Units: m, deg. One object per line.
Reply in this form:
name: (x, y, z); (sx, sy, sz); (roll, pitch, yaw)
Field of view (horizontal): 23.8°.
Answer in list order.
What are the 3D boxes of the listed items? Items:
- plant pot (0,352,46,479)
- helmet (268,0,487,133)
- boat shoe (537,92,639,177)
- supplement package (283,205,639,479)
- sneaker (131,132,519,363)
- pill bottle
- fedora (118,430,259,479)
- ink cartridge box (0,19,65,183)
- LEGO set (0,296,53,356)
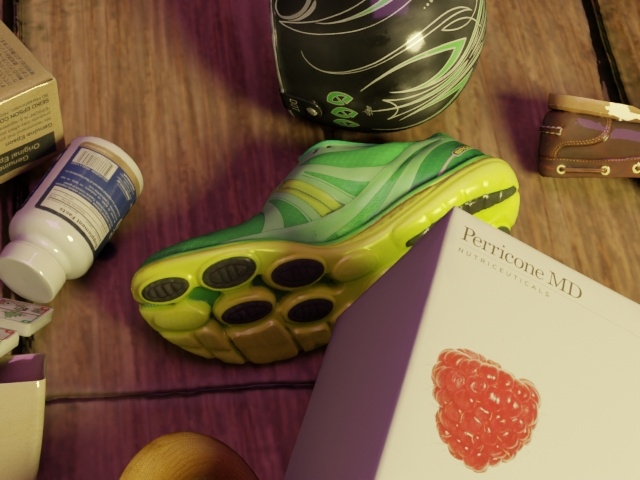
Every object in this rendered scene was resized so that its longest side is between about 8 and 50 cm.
plant pot: (-0.227, 0.131, 0.970); (0.109, 0.109, 0.096); (-4, 96, -10)
helmet: (0.050, -0.167, 1.188); (0.161, 0.169, 0.169); (-5, 54, 9)
boat shoe: (0.275, -0.066, 1.203); (0.207, 0.073, 0.073); (9, 91, 4)
supplement package: (0.081, 0.163, 0.917); (0.177, 0.175, 0.293); (27, 54, -11)
sneaker: (0.000, 0.000, 1.113); (0.295, 0.109, 0.123); (-19, 37, -17)
pill bottle: (-0.185, -0.014, 1.109); (0.067, 0.067, 0.120); (23, 55, 10)
fedora: (-0.097, 0.216, 0.927); (0.079, 0.194, 0.194); (-12, 45, 35)
ink cartridge box: (-0.336, -0.120, 1.146); (0.193, 0.088, 0.235); (-29, 57, -24)
LEGO set: (-0.327, 0.064, 1.019); (0.244, 0.060, 0.182); (11, 13, 8)
